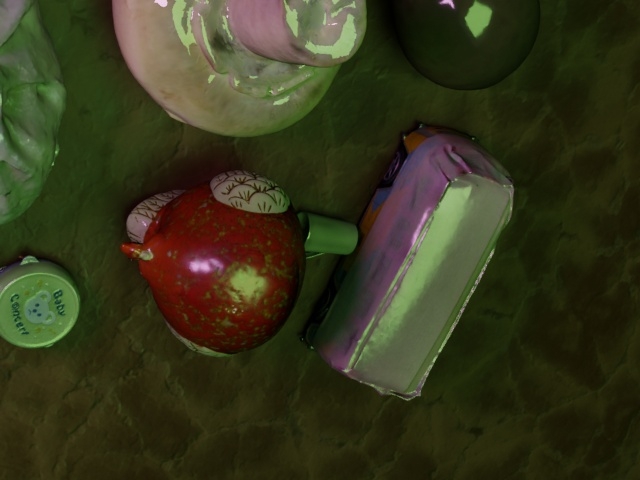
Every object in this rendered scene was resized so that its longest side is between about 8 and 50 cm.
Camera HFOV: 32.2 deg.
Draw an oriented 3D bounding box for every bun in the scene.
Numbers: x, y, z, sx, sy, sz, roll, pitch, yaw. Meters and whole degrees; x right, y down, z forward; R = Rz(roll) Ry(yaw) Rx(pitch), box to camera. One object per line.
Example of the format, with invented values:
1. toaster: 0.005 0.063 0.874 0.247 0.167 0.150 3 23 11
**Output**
1. bun: -0.426 -0.159 1.183 0.354 0.194 0.354 -9 106 -35

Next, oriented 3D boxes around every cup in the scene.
1. cup: 0.003 0.001 1.561 0.083 0.054 0.075 9 107 -31

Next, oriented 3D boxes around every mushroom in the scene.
1. mushroom: -0.074 -0.260 1.246 0.314 0.336 0.314 -6 106 -23

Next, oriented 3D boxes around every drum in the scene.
1. drum: -0.426 0.113 1.410 0.253 0.049 0.130 -29 121 -11

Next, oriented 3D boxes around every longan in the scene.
1. longan: 0.189 -0.293 1.440 0.196 0.196 0.220 -36 134 -7

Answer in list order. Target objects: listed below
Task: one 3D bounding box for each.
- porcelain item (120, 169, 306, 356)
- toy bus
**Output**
1. porcelain item: -0.145 0.022 1.393 0.253 0.253 0.253 -10 116 -21
2. toy bus: 0.141 0.033 1.577 0.171 0.162 0.386 20 102 -30
